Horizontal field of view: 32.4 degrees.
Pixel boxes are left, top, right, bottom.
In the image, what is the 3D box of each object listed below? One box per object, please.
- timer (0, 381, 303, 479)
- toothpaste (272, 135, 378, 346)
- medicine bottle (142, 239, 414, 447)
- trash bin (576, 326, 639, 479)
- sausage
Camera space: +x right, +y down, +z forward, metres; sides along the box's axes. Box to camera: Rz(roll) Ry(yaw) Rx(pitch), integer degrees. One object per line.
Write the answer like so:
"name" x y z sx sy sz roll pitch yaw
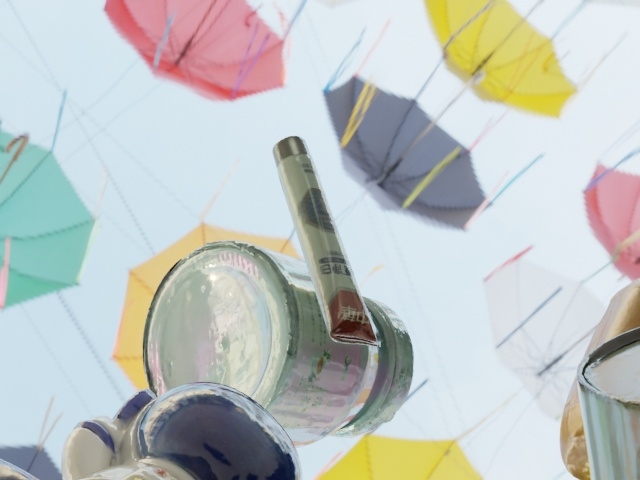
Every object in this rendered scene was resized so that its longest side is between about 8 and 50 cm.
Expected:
"timer" -0.140 0.197 0.639 0.270 0.270 0.383 47 -147 7
"toothpaste" 0.000 0.000 1.072 0.062 0.039 0.239 13 -133 -42
"medicine bottle" -0.041 0.142 1.396 0.290 0.245 0.245 17 -127 -51
"trash bin" 0.337 0.278 0.767 0.280 0.280 0.432 -15 -83 -26
"sausage" 0.303 0.113 1.019 0.112 0.112 0.328 39 -141 2
